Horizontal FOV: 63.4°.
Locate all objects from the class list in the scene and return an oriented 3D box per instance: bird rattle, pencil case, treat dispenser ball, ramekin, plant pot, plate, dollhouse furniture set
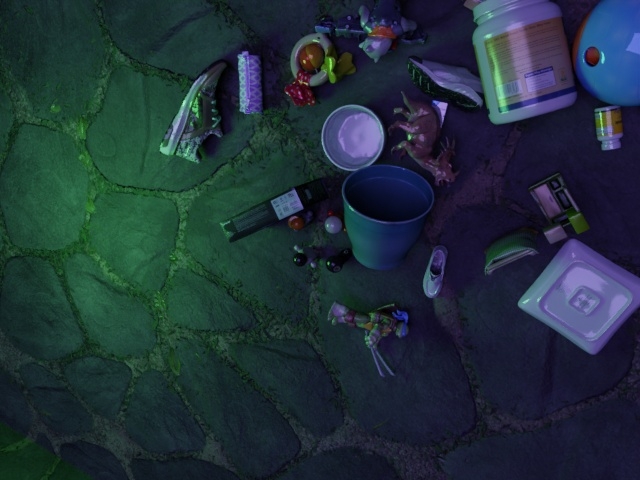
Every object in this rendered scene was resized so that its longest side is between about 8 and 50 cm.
[{"bbox_3d":[-0.019,-0.560,1.681,0.253,0.143,0.207,-21,83,38],"label":"bird rattle"},{"bbox_3d":[-0.242,-0.533,1.771,0.086,0.088,0.206,3,104,19],"label":"pencil case"},{"bbox_3d":[0.772,-0.475,1.262,0.288,0.288,0.288,6,106,21],"label":"treat dispenser ball"},{"bbox_3d":[0.119,-0.332,1.665,0.207,0.109,0.207,6,106,21],"label":"ramekin"},{"bbox_3d":[0.195,-0.055,1.615,0.272,0.271,0.255,20,138,16],"label":"plant pot"},{"bbox_3d":[0.792,0.177,1.560,0.278,0.045,0.277,35,114,11],"label":"plate"},{"bbox_3d":[0.585,-0.050,1.499,0.301,0.197,0.151,-30,93,25],"label":"dollhouse furniture set"}]

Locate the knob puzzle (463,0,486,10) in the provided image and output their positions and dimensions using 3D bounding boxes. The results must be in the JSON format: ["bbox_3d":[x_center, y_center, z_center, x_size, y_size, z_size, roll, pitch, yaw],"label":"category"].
[{"bbox_3d":[0.531,-0.696,1.444,0.213,0.030,0.213,9,120,15],"label":"knob puzzle"}]

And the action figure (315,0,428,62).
[{"bbox_3d":[0.146,-0.692,1.514,0.341,0.178,0.330,2,86,8],"label":"action figure"}]

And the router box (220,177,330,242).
[{"bbox_3d":[-0.148,-0.105,1.759,0.309,0.243,0.081,-23,94,25],"label":"router box"}]

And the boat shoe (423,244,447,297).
[{"bbox_3d":[0.378,0.108,1.699,0.066,0.063,0.184,21,110,16],"label":"boat shoe"}]

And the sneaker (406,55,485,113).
[{"bbox_3d":[0.376,-0.481,1.541,0.271,0.100,0.108,34,81,18],"label":"sneaker"}]

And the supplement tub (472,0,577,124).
[{"bbox_3d":[0.538,-0.490,1.383,0.228,0.228,0.316,-11,101,24],"label":"supplement tub"}]

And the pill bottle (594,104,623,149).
[{"bbox_3d":[0.793,-0.310,1.421,0.065,0.065,0.116,-7,102,23],"label":"pill bottle"}]

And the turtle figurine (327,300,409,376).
[{"bbox_3d":[0.151,0.332,1.778,0.266,0.198,0.274,20,107,20],"label":"turtle figurine"}]

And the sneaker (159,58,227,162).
[{"bbox_3d":[-0.415,-0.453,1.863,0.182,0.158,0.410,28,114,-20],"label":"sneaker"}]

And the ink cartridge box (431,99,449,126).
[{"bbox_3d":[0.360,-0.386,1.596,0.048,0.028,0.083,18,110,17],"label":"ink cartridge box"}]

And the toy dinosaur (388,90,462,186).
[{"bbox_3d":[0.318,-0.318,1.557,0.200,0.127,0.295,-1,119,21],"label":"toy dinosaur"}]

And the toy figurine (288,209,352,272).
[{"bbox_3d":[0.000,0.000,1.777,0.210,0.148,0.213,5,106,21],"label":"toy figurine"}]
